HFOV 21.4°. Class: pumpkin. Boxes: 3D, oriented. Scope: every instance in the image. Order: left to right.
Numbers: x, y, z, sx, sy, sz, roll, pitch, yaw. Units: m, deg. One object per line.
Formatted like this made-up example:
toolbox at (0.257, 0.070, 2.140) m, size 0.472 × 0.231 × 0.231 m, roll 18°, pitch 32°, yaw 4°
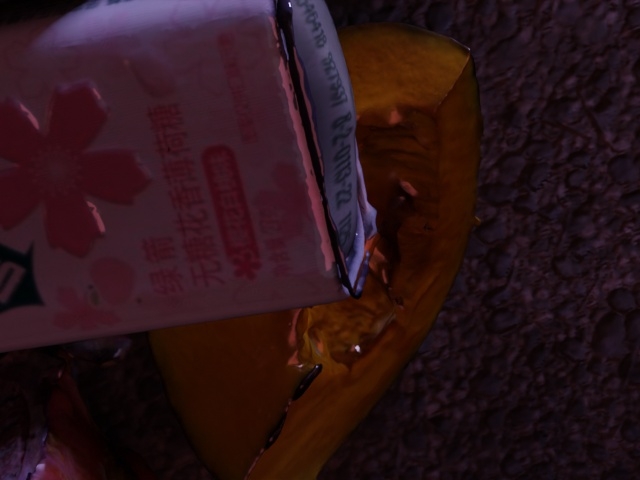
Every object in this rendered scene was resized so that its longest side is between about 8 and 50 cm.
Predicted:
pumpkin at (0.000, 0.000, 1.072) m, size 0.148 × 0.169 × 0.312 m, roll 34°, pitch 102°, yaw 21°

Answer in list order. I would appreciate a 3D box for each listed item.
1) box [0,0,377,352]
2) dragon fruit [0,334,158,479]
box at (-0.159, -0.039, 0.939) m, size 0.369 × 0.112 × 0.190 m, roll -8°, pitch 112°, yaw 11°
dragon fruit at (-0.189, 0.252, 1.022) m, size 0.314 × 0.296 × 0.263 m, roll -30°, pitch 119°, yaw 9°
